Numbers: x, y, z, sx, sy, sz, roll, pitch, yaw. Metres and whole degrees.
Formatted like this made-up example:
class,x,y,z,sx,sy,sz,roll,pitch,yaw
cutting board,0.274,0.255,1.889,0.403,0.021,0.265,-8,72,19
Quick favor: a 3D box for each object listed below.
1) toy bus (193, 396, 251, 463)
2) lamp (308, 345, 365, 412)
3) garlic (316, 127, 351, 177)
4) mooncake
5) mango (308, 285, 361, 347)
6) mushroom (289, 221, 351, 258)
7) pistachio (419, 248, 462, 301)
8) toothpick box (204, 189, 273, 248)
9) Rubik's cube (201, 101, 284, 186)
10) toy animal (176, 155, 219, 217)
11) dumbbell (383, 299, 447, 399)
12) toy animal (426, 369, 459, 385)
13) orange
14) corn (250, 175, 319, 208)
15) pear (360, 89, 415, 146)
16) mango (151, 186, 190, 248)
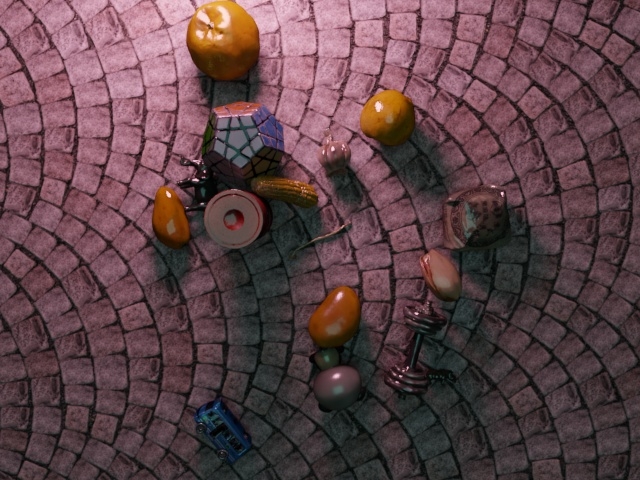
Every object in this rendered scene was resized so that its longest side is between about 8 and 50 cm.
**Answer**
class,x,y,z,sx,sy,sz,roll,pitch,yaw
toy bus,-0.393,0.761,1.948,0.134,0.113,0.246,-37,95,-2
lamp,0.056,0.545,1.909,0.198,0.197,0.243,-22,71,2
garlic,0.050,-0.352,1.870,0.131,0.127,0.193,-7,75,4
mooncake,0.602,-0.083,1.874,0.251,0.136,0.254,-10,95,-3
mango,0.067,0.310,1.900,0.176,0.139,0.254,39,87,4
mushroom,-0.003,-0.005,1.938,0.286,0.026,0.028,-31,110,1
pistachio,0.470,0.141,1.888,0.144,0.144,0.215,-34,82,2
toothpick box,-0.290,-0.083,1.775,0.205,0.333,0.203,0,94,0
Rubik's cube,-0.287,-0.359,1.788,0.264,0.319,0.318,-20,94,28
toy animal,-0.474,-0.214,1.881,0.147,0.114,0.244,-13,118,-2
dumbbell,0.371,0.428,1.892,0.179,0.179,0.405,15,93,-1
toy animal,0.497,0.557,1.966,0.136,0.047,0.064,0,86,6
orange,-0.359,-0.737,1.776,0.280,0.235,0.278,0,87,2
corn,-0.134,-0.185,1.824,0.292,0.101,0.101,7,95,-39
pear,0.260,-0.462,1.816,0.209,0.209,0.208,0,94,0
mango,-0.592,-0.086,1.885,0.139,0.113,0.253,-14,90,9
